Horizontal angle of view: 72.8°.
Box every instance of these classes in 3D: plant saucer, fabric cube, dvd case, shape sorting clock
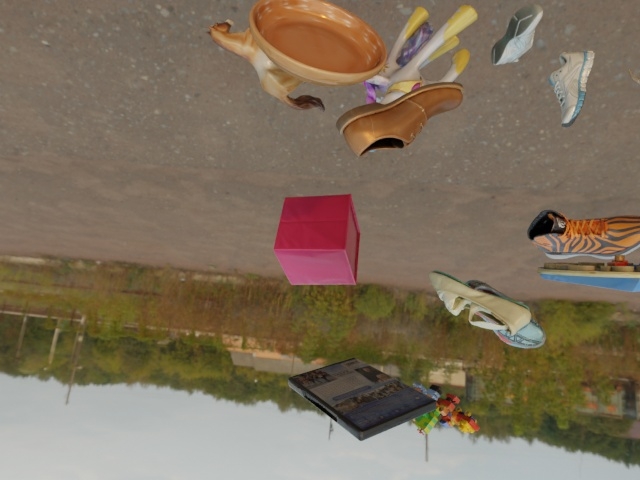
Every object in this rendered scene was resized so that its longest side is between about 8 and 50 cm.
[{"bbox_3d":[-0.004,-0.281,0.617,0.199,0.200,0.037,9,141,-12],"label":"plant saucer"},{"bbox_3d":[0.000,0.000,1.631,0.258,0.259,0.254,-2,144,15],"label":"fabric cube"},{"bbox_3d":[0.073,0.301,0.859,0.180,0.022,0.253,-7,-171,-32],"label":"dvd case"},{"bbox_3d":[0.415,0.040,0.603,0.206,0.040,0.206,2,-178,0],"label":"shape sorting clock"}]

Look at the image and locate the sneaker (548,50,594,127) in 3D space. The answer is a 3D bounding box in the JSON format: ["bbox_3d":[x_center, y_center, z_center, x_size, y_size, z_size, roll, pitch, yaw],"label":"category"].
[{"bbox_3d":[0.575,-0.356,1.020,0.082,0.191,0.071,13,170,13],"label":"sneaker"}]

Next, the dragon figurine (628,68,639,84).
[{"bbox_3d":[1.042,-0.431,1.254,0.289,0.085,0.144,17,-165,29],"label":"dragon figurine"}]

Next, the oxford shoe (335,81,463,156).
[{"bbox_3d":[0.134,-0.182,0.669,0.212,0.076,0.076,-23,167,-9],"label":"oxford shoe"}]

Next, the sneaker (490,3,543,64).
[{"bbox_3d":[0.418,-0.428,0.905,0.061,0.054,0.152,-3,164,-9],"label":"sneaker"}]

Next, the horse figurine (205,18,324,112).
[{"bbox_3d":[-0.088,-0.369,0.893,0.174,0.263,0.066,-37,-174,-21],"label":"horse figurine"}]

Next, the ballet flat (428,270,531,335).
[{"bbox_3d":[0.331,0.139,0.963,0.248,0.086,0.086,22,-179,45],"label":"ballet flat"}]

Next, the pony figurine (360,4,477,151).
[{"bbox_3d":[0.170,-0.395,1.069,0.303,0.363,0.351,39,-173,-34],"label":"pony figurine"}]

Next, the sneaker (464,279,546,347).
[{"bbox_3d":[0.507,0.211,1.200,0.261,0.104,0.125,36,179,10],"label":"sneaker"}]

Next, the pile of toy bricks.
[{"bbox_3d":[0.268,0.424,1.055,0.118,0.105,0.212,48,161,-11],"label":"pile of toy bricks"}]

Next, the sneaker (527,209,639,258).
[{"bbox_3d":[0.775,-0.025,1.291,0.180,0.125,0.321,26,153,-29],"label":"sneaker"}]
